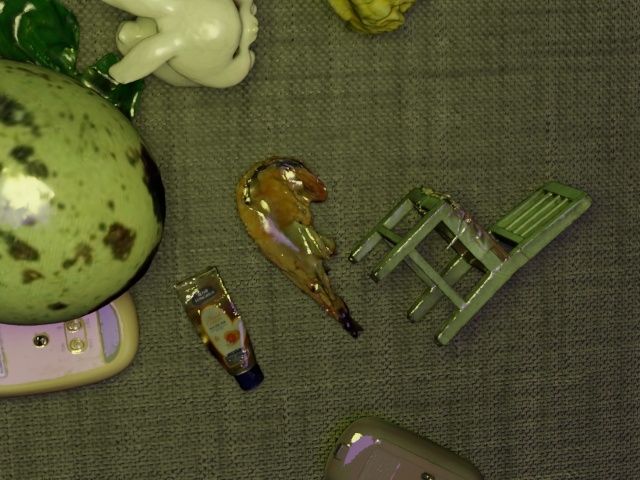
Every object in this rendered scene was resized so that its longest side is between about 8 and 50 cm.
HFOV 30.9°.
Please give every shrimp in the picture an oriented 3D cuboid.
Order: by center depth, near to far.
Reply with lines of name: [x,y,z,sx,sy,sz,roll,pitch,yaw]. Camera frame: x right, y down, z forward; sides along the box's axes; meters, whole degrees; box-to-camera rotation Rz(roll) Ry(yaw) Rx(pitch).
shrimp: [-0.003,0.007,1.473,0.117,0.066,0.262,-42,106,-3]

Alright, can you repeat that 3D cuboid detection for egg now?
egg: [-0.356,-0.059,1.271,0.379,0.287,0.288,20,94,-9]

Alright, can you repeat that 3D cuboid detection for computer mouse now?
computer mouse: [-0.340,0.113,1.410,0.236,0.082,0.145,-10,101,-8]
computer mouse: [0.113,0.319,1.552,0.232,0.057,0.120,27,93,-17]

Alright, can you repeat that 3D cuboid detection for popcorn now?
popcorn: [0.042,-0.347,1.388,0.195,0.168,0.174,36,104,22]

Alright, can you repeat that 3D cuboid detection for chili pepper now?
chili pepper: [-0.313,-0.222,1.364,0.253,0.083,0.099,43,85,-19]

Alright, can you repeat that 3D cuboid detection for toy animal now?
toy animal: [-0.161,-0.241,1.340,0.178,0.193,0.128,0,98,-3]

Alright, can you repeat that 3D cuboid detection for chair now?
chair: [0.185,-0.016,1.470,0.270,0.136,0.147,-44,106,0]

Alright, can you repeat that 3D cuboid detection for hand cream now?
hand cream: [-0.123,0.115,1.480,0.062,0.039,0.163,-26,102,10]
